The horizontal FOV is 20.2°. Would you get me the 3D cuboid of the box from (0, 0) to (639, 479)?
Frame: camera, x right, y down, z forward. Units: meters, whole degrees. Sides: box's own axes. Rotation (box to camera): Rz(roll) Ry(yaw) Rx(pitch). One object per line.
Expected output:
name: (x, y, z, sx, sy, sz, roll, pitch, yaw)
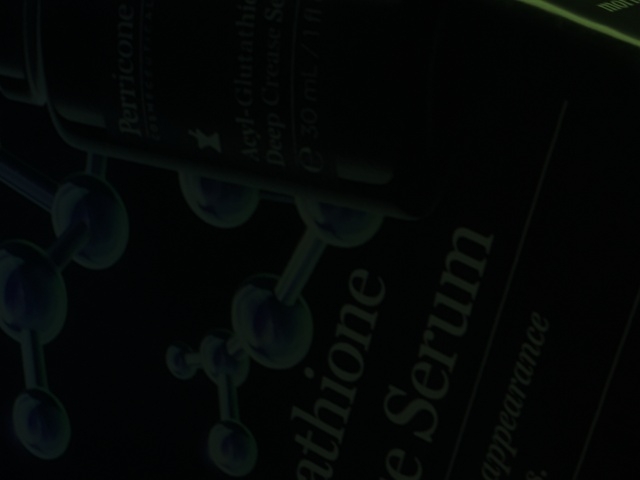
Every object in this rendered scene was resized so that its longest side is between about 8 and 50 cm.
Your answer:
box: (0.000, 0.000, 0.660, 0.395, 0.293, 0.212, 27, 27, 26)
